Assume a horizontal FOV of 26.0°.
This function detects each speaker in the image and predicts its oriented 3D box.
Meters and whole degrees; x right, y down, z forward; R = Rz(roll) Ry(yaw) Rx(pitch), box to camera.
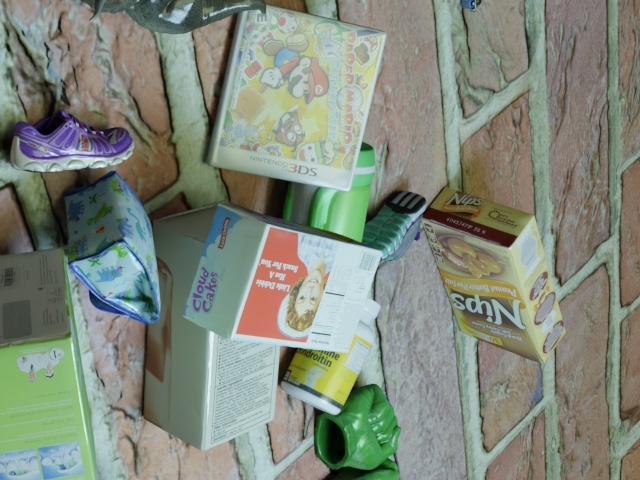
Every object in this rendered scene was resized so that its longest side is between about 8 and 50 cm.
[{"bbox_3d":[0.000,0.000,2.020,0.131,0.131,0.297,-9,113,-51],"label":"speaker"}]

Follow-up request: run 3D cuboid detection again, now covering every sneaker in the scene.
[{"bbox_3d":[-0.288,-0.121,1.636,0.170,0.068,0.071,-12,110,-49],"label":"sneaker"},{"bbox_3d":[0.098,0.015,2.195,0.223,0.083,0.098,-39,139,-37],"label":"sneaker"}]

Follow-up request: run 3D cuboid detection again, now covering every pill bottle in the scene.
[{"bbox_3d":[0.021,0.168,2.146,0.103,0.103,0.184,38,75,-53],"label":"pill bottle"}]

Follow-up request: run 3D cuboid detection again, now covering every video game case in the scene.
[{"bbox_3d":[-0.032,-0.193,1.875,0.206,0.026,0.227,10,100,-19],"label":"video game case"}]

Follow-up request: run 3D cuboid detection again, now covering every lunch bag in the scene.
[{"bbox_3d":[-0.244,0.015,1.691,0.096,0.129,0.151,-23,138,12],"label":"lunch bag"}]

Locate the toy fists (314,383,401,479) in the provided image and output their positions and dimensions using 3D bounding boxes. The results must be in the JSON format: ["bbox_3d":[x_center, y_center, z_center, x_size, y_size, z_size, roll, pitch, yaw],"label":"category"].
[{"bbox_3d":[0.071,0.370,2.317,0.142,0.096,0.279,-30,127,-43],"label":"toy fists"}]

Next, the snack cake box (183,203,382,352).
[{"bbox_3d":[-0.044,0.055,1.797,0.264,0.089,0.152,14,97,-54],"label":"snack cake box"}]

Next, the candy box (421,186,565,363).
[{"bbox_3d":[0.302,0.063,2.395,0.087,0.183,0.316,-49,139,-25],"label":"candy box"}]

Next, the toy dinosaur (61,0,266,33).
[{"bbox_3d":[-0.190,-0.315,1.655,0.160,0.121,0.313,-60,149,7],"label":"toy dinosaur"}]

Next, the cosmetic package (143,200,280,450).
[{"bbox_3d":[-0.143,0.113,1.883,0.153,0.129,0.296,-15,119,-47],"label":"cosmetic package"}]

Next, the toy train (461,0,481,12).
[{"bbox_3d":[0.236,-0.435,2.202,0.036,0.027,0.158,-32,130,-36],"label":"toy train"}]

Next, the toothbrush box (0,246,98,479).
[{"bbox_3d":[-0.328,0.182,1.588,0.122,0.206,0.283,-9,120,-8],"label":"toothbrush box"}]
